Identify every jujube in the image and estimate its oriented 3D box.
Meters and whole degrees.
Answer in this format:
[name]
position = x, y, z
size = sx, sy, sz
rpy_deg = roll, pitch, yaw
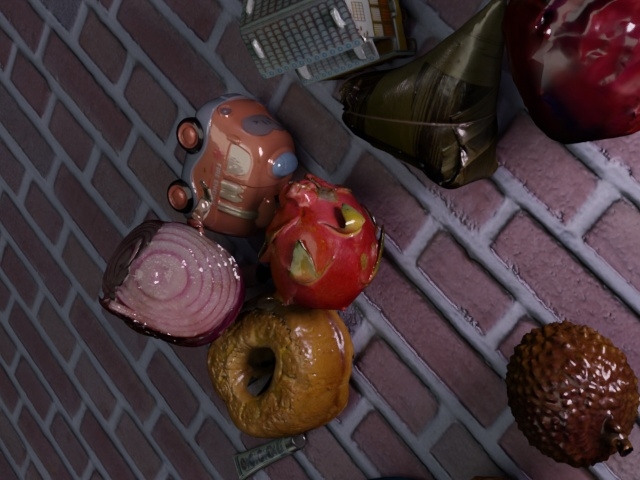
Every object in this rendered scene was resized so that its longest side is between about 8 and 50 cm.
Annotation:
[jujube]
position = 0.390, -0.295, 1.080
size = 0.258, 0.258, 0.377
rpy_deg = 51, 120, 22

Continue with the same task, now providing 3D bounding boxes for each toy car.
[toy car]
position = -0.149, -0.132, 1.643
size = 0.212, 0.180, 0.271
rpy_deg = 24, 115, 24

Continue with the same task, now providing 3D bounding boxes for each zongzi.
[zongzi]
position = 0.156, -0.266, 1.322
size = 0.289, 0.154, 0.318
rpy_deg = 32, 133, 34

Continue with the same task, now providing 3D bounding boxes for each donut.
[donut]
position = -0.081, 0.238, 1.668
size = 0.299, 0.150, 0.317
rpy_deg = 29, 117, 37

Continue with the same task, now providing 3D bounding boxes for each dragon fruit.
[dragon fruit]
position = 0.002, 0.005, 1.500
size = 0.224, 0.224, 0.227
rpy_deg = 19, 105, 37

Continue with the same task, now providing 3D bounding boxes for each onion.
[onion]
position = -0.268, 0.076, 1.606
size = 0.256, 0.272, 0.230
rpy_deg = 56, 168, -4

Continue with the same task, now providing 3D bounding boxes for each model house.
[model house]
position = 0.018, -0.370, 1.412
size = 0.224, 0.215, 0.199
rpy_deg = -8, 95, 42

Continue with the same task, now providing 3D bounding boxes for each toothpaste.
[toothpaste]
position = -0.115, 0.452, 1.813
size = 0.239, 0.039, 0.062
rpy_deg = -36, 71, 42

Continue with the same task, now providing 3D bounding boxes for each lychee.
[lychee]
position = 0.368, 0.225, 1.242
size = 0.238, 0.200, 0.200
rpy_deg = 45, 128, 53

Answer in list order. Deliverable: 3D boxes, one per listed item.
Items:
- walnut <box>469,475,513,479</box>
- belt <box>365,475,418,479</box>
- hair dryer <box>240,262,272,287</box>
[walnut]
position = 0.290, 0.482, 1.368
size = 0.195, 0.195, 0.222
rpy_deg = -41, 65, 39
[belt]
position = 0.087, 0.613, 1.578
size = 0.436, 0.173, 0.300
rpy_deg = -36, 77, 40
[hair dryer]
position = -0.235, 0.086, 1.773
size = 0.344, 0.189, 0.107
rpy_deg = -13, 88, 27
